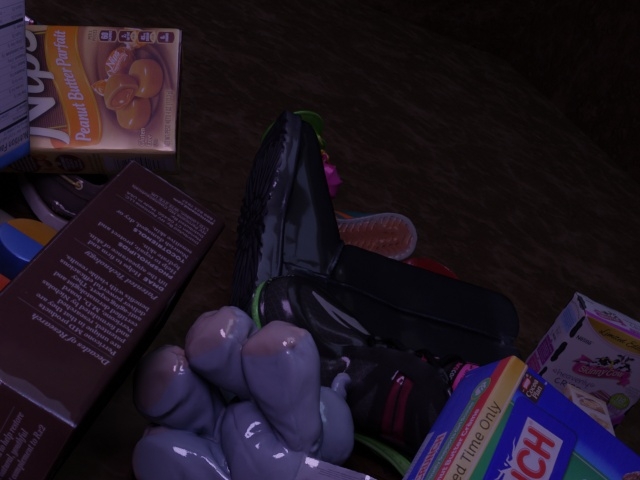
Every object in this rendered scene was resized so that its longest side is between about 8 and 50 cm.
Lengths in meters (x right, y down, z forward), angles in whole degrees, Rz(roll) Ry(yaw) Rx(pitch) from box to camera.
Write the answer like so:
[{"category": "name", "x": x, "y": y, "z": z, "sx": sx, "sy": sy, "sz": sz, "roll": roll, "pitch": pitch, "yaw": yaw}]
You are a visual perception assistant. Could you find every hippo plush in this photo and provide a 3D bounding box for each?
[{"category": "hippo plush", "x": -0.038, "y": 0.185, "z": 1.224, "sx": 0.294, "sy": 0.234, "sz": 0.236, "roll": 22, "pitch": 12, "yaw": 17}]

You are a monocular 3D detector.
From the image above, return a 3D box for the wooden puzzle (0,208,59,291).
[{"category": "wooden puzzle", "x": -0.439, "y": 0.009, "z": 1.302, "sx": 0.322, "sy": 0.080, "sz": 0.348, "roll": 32, "pitch": 23, "yaw": 4}]

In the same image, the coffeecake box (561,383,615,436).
[{"category": "coffeecake box", "x": 0.342, "y": 0.311, "z": 1.535, "sx": 0.068, "sy": 0.142, "sz": 0.185, "roll": 26, "pitch": 24, "yaw": -8}]

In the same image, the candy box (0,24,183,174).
[{"category": "candy box", "x": -0.343, "y": -0.186, "z": 1.477, "sx": 0.317, "sy": 0.087, "sz": 0.182, "roll": 1, "pitch": 71, "yaw": -4}]

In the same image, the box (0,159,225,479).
[{"category": "box", "x": -0.250, "y": 0.094, "z": 1.135, "sx": 0.143, "sy": 0.191, "sz": 0.381, "roll": 34, "pitch": 34, "yaw": -1}]

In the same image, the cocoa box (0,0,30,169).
[{"category": "cocoa box", "x": -0.537, "y": -0.192, "z": 1.263, "sx": 0.347, "sy": 0.228, "sz": 0.231, "roll": 7, "pitch": 21, "yaw": 11}]

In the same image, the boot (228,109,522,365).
[{"category": "boot", "x": 0.100, "y": 0.039, "z": 1.658, "sx": 0.445, "sy": 0.146, "sz": 0.367, "roll": 18, "pitch": 63, "yaw": -19}]

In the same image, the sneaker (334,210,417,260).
[{"category": "sneaker", "x": 0.000, "y": 0.000, "z": 1.827, "sx": 0.302, "sy": 0.108, "sz": 0.121, "roll": 3, "pitch": -5, "yaw": -24}]

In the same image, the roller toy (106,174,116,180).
[{"category": "roller toy", "x": -0.335, "y": -0.183, "z": 1.723, "sx": 0.191, "sy": 0.146, "sz": 0.209, "roll": 6, "pitch": 38, "yaw": -26}]

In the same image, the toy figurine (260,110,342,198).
[{"category": "toy figurine", "x": -0.014, "y": -0.133, "z": 2.084, "sx": 0.173, "sy": 0.130, "sz": 0.159, "roll": 39, "pitch": 21, "yaw": -58}]

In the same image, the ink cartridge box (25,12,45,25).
[{"category": "ink cartridge box", "x": -0.516, "y": -0.313, "z": 1.730, "sx": 0.127, "sy": 0.128, "sz": 0.176, "roll": 29, "pitch": 4, "yaw": -10}]

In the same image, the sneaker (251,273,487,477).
[{"category": "sneaker", "x": 0.125, "y": 0.190, "z": 1.388, "sx": 0.483, "sy": 0.202, "sz": 0.185, "roll": 39, "pitch": 33, "yaw": 3}]

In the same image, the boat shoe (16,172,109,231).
[{"category": "boat shoe", "x": -0.406, "y": -0.161, "z": 1.568, "sx": 0.324, "sy": 0.097, "sz": 0.117, "roll": 55, "pitch": 28, "yaw": 16}]

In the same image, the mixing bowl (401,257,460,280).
[{"category": "mixing bowl", "x": 0.169, "y": 0.092, "z": 1.826, "sx": 0.181, "sy": 0.098, "sz": 0.181, "roll": 24, "pitch": 25, "yaw": -12}]

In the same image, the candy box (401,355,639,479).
[{"category": "candy box", "x": 0.241, "y": 0.324, "z": 1.196, "sx": 0.317, "sy": 0.122, "sz": 0.268, "roll": 38, "pitch": 61, "yaw": -6}]

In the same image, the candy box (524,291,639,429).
[{"category": "candy box", "x": 0.392, "y": 0.212, "z": 1.676, "sx": 0.159, "sy": 0.233, "sz": 0.071, "roll": 24, "pitch": 24, "yaw": -13}]
